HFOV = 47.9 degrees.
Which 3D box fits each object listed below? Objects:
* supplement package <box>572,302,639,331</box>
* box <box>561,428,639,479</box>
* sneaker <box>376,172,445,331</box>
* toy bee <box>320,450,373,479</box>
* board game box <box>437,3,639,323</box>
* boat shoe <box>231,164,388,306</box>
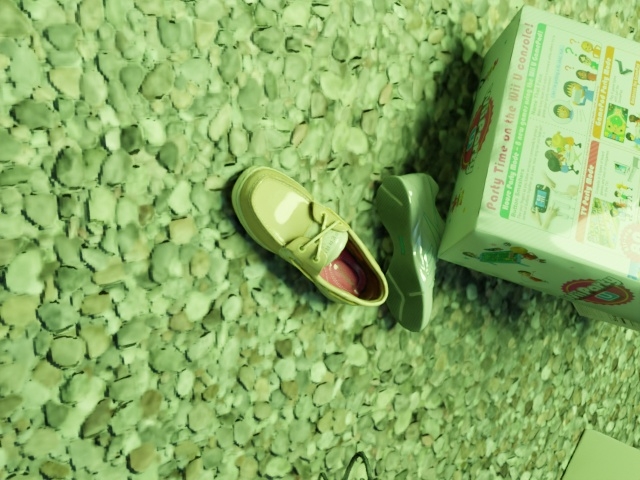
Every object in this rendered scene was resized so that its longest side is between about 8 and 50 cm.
[{"bbox_3d":[0.392,-0.052,0.839,0.262,0.145,0.204,-52,127,-17],"label":"supplement package"},{"bbox_3d":[0.382,0.396,0.947,0.148,0.126,0.232,41,74,-37],"label":"box"},{"bbox_3d":[0.093,0.011,0.667,0.061,0.053,0.152,-17,110,-39],"label":"sneaker"},{"bbox_3d":[-0.063,0.312,0.562,0.162,0.298,0.195,18,125,-14],"label":"toy bee"},{"bbox_3d":[0.283,-0.051,0.649,0.303,0.097,0.224,18,72,-5],"label":"board game box"},{"bbox_3d":[0.000,0.000,0.583,0.170,0.059,0.063,42,73,-38],"label":"boat shoe"}]
